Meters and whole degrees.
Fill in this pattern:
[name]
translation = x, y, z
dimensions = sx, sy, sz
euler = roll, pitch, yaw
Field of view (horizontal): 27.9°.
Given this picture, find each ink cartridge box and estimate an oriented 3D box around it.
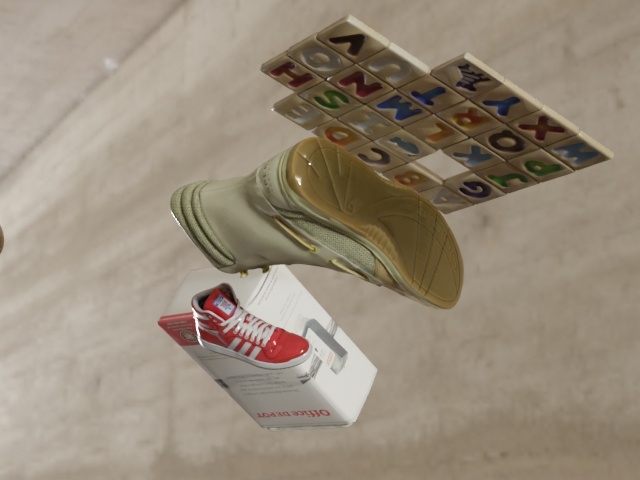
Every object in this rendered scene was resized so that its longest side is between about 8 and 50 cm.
[ink cartridge box]
translation = -0.060, 0.128, 1.536
dimensions = 0.158, 0.092, 0.218
euler = -10, -50, 42

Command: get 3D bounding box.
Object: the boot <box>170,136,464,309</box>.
[boot]
translation = 0.000, 0.000, 1.047
dimensions = 0.165, 0.077, 0.213
euler = -14, -38, 43

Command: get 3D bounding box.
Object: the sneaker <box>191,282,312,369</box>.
[sneaker]
translation = -0.066, 0.077, 1.179
dimensions = 0.118, 0.042, 0.067
euler = 9, -45, 24

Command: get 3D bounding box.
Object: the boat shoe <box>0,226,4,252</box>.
[boat shoe]
translation = -0.579, -0.009, 1.805
dimensions = 0.257, 0.095, 0.095
euler = 5, 22, -22

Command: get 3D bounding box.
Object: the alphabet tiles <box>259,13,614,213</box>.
[alphabet tiles]
translation = 0.078, -0.096, 1.015
dimensions = 0.237, 0.009, 0.198
euler = 29, -27, -27
